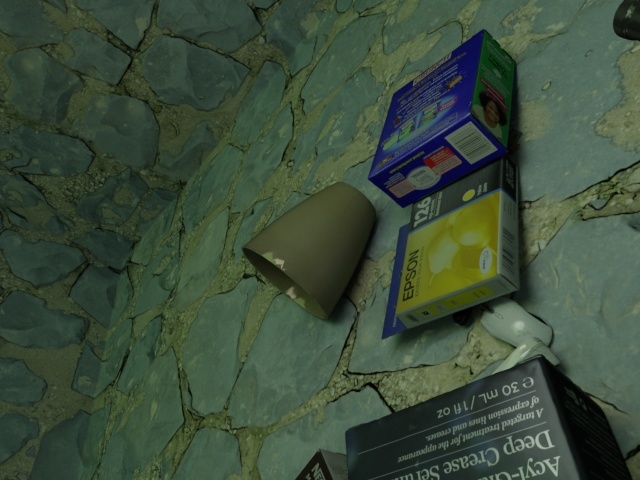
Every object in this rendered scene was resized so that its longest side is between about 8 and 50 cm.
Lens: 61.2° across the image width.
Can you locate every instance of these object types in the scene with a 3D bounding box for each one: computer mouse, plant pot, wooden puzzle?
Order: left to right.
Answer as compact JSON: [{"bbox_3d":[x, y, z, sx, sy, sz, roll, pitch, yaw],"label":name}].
[{"bbox_3d":[0.000,0.000,1.279,0.274,0.256,0.256,-50,28,-14],"label":"plant pot"},{"bbox_3d":[0.298,0.123,0.900,0.106,0.042,0.193,-58,30,2],"label":"computer mouse"},{"bbox_3d":[0.376,-0.204,1.092,0.049,0.006,0.083,-53,31,13],"label":"wooden puzzle"}]

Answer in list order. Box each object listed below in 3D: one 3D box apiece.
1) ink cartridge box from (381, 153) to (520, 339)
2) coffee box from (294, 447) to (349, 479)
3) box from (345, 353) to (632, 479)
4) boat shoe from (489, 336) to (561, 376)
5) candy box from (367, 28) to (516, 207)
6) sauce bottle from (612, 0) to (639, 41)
[{"bbox_3d":[0.229,0.010,1.031,0.307,0.072,0.303,-28,34,40],"label":"ink cartridge box"},{"bbox_3d":[0.043,0.515,0.876,0.168,0.119,0.297,-55,31,12],"label":"coffee box"},{"bbox_3d":[0.215,0.385,0.610,0.294,0.212,0.395,-32,41,27],"label":"box"},{"bbox_3d":[0.287,0.232,0.815,0.184,0.066,0.063,-52,50,11],"label":"boat shoe"},{"bbox_3d":[0.259,-0.258,1.147,0.268,0.122,0.317,-29,32,44],"label":"candy box"},{"bbox_3d":[0.547,-0.268,0.727,0.111,0.111,0.344,-51,38,17],"label":"sauce bottle"}]
